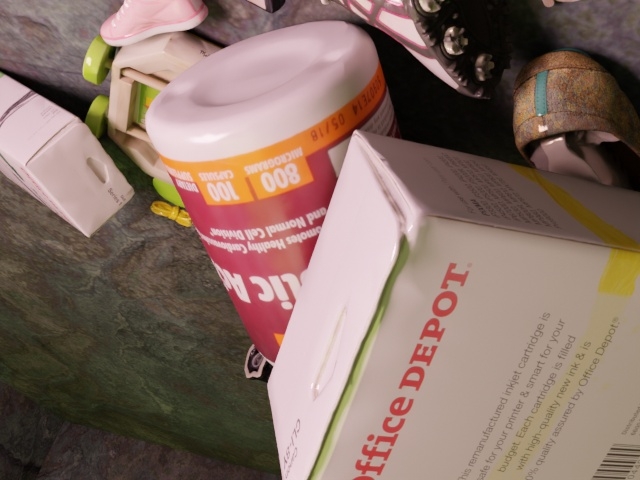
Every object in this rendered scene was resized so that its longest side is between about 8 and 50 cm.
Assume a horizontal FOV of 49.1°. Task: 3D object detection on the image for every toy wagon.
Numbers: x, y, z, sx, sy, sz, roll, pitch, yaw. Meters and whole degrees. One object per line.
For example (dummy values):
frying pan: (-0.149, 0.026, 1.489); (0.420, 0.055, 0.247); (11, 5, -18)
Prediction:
toy wagon: (-0.167, -0.125, 0.905); (0.267, 0.068, 0.344); (23, 152, -7)

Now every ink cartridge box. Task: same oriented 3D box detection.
ink cartridge box: (-0.375, -0.120, 0.938); (0.219, 0.093, 0.160); (30, 159, 32)
ink cartridge box: (0.175, 0.090, 0.602); (0.384, 0.160, 0.279); (9, 117, -19)

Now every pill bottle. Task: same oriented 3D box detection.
pill bottle: (0.000, 0.000, 0.732); (0.224, 0.224, 0.392); (0, 128, 31)

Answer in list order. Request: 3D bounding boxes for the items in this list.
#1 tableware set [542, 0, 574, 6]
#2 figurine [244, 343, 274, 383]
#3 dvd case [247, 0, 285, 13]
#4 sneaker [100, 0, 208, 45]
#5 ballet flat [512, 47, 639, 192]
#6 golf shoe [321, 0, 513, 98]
tableware set: (0.227, -0.238, 0.523); (0.168, 0.020, 0.141); (3, 147, 28)
figurine: (-0.017, 0.282, 1.509); (0.214, 0.092, 0.209); (-12, 147, 42)
dvd case: (-0.112, -0.309, 0.532); (0.180, 0.022, 0.253); (35, 157, 23)
sneaker: (-0.187, -0.248, 0.725); (0.134, 0.051, 0.070); (-2, 143, 28)
ballet flat: (0.303, -0.044, 0.712); (0.123, 0.123, 0.348); (-14, 138, 45)
golf shoe: (0.059, -0.226, 0.588); (0.273, 0.105, 0.120); (43, 159, -26)
